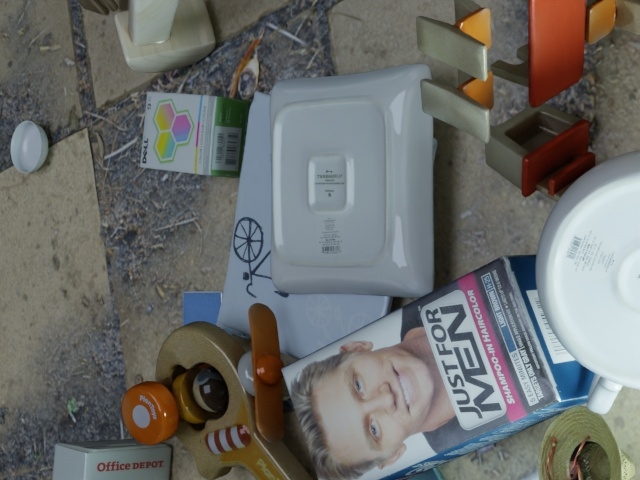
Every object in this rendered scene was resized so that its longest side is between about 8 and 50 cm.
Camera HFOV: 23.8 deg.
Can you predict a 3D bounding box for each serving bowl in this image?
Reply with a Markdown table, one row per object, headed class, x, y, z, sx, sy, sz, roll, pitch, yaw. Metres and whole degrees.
| class | x | y | z | sx | sy | sz | roll | pitch | yaw |
| --- | --- | --- | --- | --- | --- | --- | --- | --- | --- |
| serving bowl | -0.455 | -0.147 | 2.403 | 0.083 | 0.027 | 0.083 | -3 | 85 | 45 |

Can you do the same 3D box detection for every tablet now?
| class | x | y | z | sx | sy | sz | roll | pitch | yaw |
| --- | --- | --- | --- | --- | --- | --- | --- | --- | --- |
| tablet | -0.164 | 0.098 | 2.122 | 0.083 | 0.006 | 0.054 | -2 | 86 | 45 |

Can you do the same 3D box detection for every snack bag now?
| class | x | y | z | sx | sy | sz | roll | pitch | yaw |
| --- | --- | --- | --- | --- | --- | --- | --- | --- | --- |
| snack bag | 0.000 | 0.000 | 1.949 | 0.323 | 0.037 | 0.343 | 20 | 104 | 44 |

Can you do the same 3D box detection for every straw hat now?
| class | x | y | z | sx | sy | sz | roll | pitch | yaw |
| --- | --- | --- | --- | --- | --- | --- | --- | --- | --- |
| straw hat | 0.299 | 0.243 | 1.626 | 0.144 | 0.061 | 0.144 | -9 | 79 | 61 |

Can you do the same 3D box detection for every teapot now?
| class | x | y | z | sx | sy | sz | roll | pitch | yaw |
| --- | --- | --- | --- | --- | --- | --- | --- | --- | --- |
| teapot | 0.337 | 0.024 | 1.524 | 0.256 | 0.187 | 0.252 | -24 | 95 | 18 |

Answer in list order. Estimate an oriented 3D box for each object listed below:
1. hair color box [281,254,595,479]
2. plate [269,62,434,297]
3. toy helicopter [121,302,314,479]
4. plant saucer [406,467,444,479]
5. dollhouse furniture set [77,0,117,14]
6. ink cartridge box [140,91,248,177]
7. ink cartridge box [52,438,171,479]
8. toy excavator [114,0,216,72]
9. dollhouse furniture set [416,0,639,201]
| class | x | y | z | sx | sy | sz | roll | pitch | yaw |
| --- | --- | --- | --- | --- | --- | --- | --- | --- | --- |
| hair color box | 0.131 | 0.161 | 1.740 | 0.347 | 0.105 | 0.174 | -30 | 72 | 35 |
| plate | 0.024 | -0.070 | 1.866 | 0.277 | 0.045 | 0.278 | 0 | 91 | 45 |
| toy helicopter | -0.080 | 0.245 | 1.960 | 0.355 | 0.140 | 0.235 | 47 | 123 | 20 |
| plant saucer | 0.114 | 0.279 | 1.835 | 0.067 | 0.018 | 0.192 | -49 | 56 | 31 |
| dollhouse furniture set | -0.299 | -0.428 | 2.269 | 0.144 | 0.123 | 0.151 | 22 | 68 | 42 |
| ink cartridge box | -0.196 | -0.151 | 2.127 | 0.209 | 0.062 | 0.109 | 10 | 95 | 45 |
| ink cartridge box | -0.297 | 0.386 | 2.135 | 0.087 | 0.153 | 0.208 | 6 | 91 | 45 |
| toy excavator | -0.121 | -0.390 | 1.933 | 0.445 | 0.433 | 0.222 | -19 | 73 | 13 |
| dollhouse furniture set | 0.246 | -0.172 | 1.590 | 0.135 | 0.262 | 0.259 | 34 | 144 | 38 |
